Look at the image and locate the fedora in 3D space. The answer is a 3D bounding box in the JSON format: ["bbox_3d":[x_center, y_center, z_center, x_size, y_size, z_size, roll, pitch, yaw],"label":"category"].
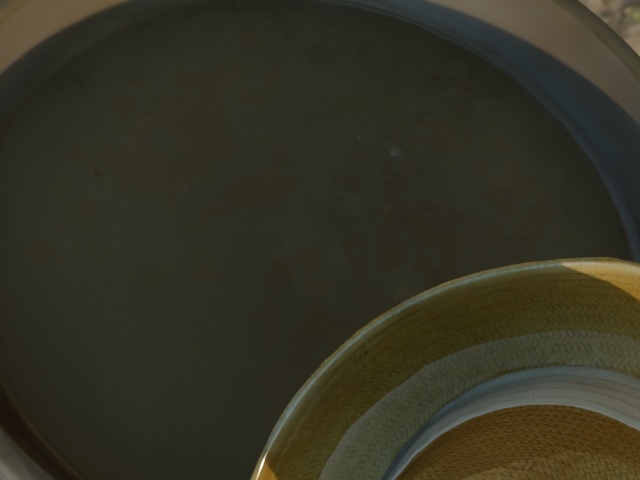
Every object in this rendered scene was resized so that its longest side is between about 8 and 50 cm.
[{"bbox_3d":[0.053,0.103,0.402,0.194,0.079,0.194,2,96,18],"label":"fedora"}]

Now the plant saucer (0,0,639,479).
[{"bbox_3d":[0.000,0.000,0.600,0.278,0.278,0.041,48,152,20],"label":"plant saucer"}]
